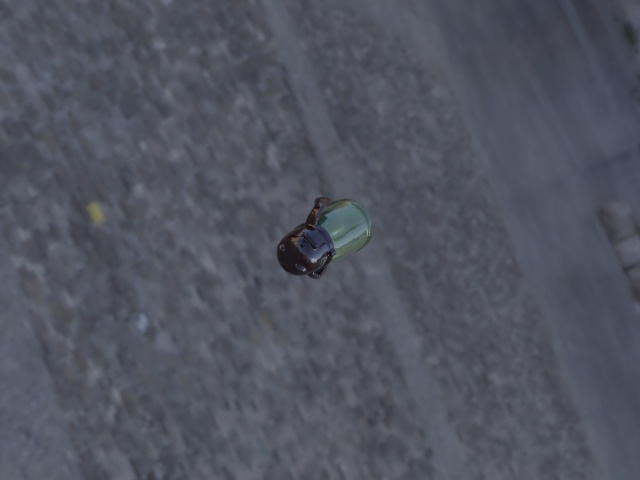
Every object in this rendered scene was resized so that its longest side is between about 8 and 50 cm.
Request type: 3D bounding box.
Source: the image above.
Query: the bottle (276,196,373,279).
[{"bbox_3d":[-0.001,-0.002,1.249,0.101,0.047,0.063,-29,101,-52],"label":"bottle"}]
